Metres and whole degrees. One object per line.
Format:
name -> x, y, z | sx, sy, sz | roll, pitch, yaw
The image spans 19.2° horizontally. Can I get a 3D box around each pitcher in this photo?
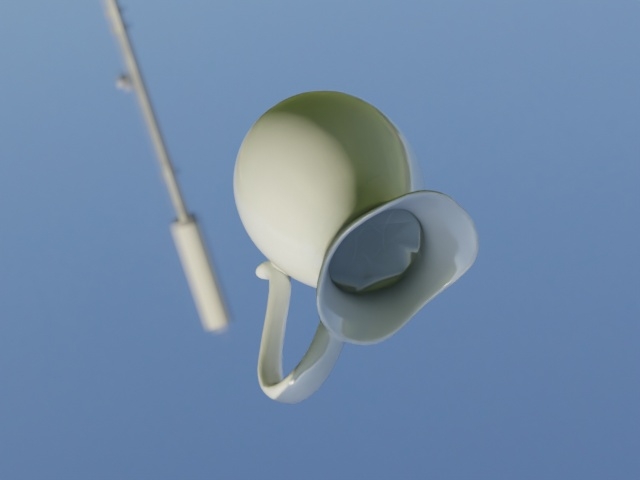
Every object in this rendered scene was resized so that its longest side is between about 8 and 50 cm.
pitcher -> 0.000, 0.000, 1.254 | 0.178, 0.125, 0.207 | -49, -150, 9
